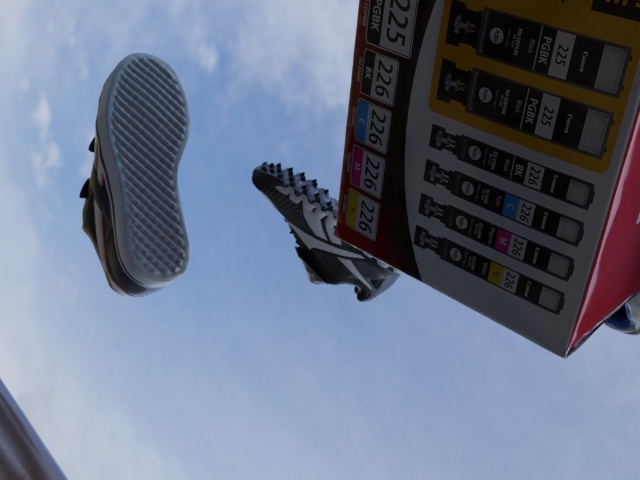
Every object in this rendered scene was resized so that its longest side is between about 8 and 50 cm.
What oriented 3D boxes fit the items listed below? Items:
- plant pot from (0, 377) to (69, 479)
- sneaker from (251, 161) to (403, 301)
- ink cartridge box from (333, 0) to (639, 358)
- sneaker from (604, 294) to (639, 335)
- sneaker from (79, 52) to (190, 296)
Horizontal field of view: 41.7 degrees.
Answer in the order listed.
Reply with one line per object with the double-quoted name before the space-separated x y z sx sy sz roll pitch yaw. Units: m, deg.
"plant pot" -0.198 0.156 0.439 0.167 0.167 0.165 8 -57 52
"sneaker" 0.000 0.000 1.023 0.106 0.234 0.078 -51 -162 16
"ink cartridge box" 0.160 -0.101 0.526 0.272 0.130 0.309 28 -53 34
"sneaker" 0.467 0.001 1.074 0.323 0.236 0.130 91 -24 -46
"sneaker" -0.245 -0.082 1.087 0.127 0.126 0.321 -30 -123 49
